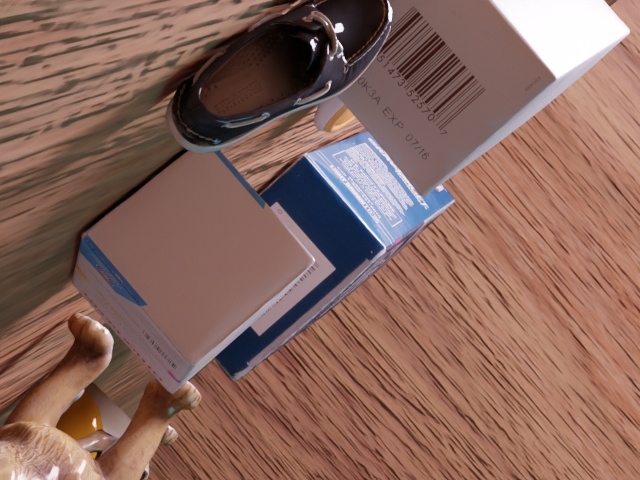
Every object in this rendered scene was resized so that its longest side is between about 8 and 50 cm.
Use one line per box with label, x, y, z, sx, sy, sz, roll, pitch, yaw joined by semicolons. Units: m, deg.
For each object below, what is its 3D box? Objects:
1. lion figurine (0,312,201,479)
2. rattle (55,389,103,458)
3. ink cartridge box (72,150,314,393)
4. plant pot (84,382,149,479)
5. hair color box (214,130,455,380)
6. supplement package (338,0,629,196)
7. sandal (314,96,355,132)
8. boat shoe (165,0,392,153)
lion figurine;-0.206;0.187;1.188;0.240;0.142;0.392;-54;174;-18
rattle;-0.249;0.249;1.571;0.130;0.142;0.199;-12;146;-8
ink cartridge box;-0.076;0.019;0.967;0.090;0.092;0.143;-41;178;-15
plant pot;-0.227;0.196;1.620;0.109;0.109;0.096;-42;-170;16
hair color box;0.000;0.000;1.507;0.174;0.105;0.347;-41;178;16
supplement package;0.088;-0.113;0.979;0.105;0.105;0.179;-43;176;27
sandal;0.114;-0.143;1.129;0.265;0.076;0.102;-41;177;9
boat shoe;-0.013;-0.082;0.766;0.125;0.046;0.038;-30;177;-25
